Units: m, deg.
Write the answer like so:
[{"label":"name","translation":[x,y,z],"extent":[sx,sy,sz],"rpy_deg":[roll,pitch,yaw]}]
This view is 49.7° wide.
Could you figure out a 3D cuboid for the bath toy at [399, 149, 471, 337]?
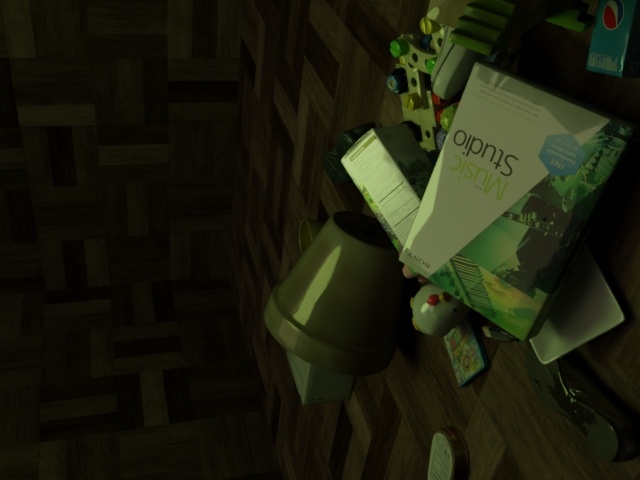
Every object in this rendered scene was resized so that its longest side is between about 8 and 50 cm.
[{"label":"bath toy","translation":[0.205,0.006,1.307],"extent":[0.129,0.151,0.348],"rpy_deg":[-30,59,36]}]

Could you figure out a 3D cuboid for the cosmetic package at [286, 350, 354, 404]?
[{"label":"cosmetic package","translation":[0.013,0.260,1.966],"extent":[0.217,0.156,0.384],"rpy_deg":[-113,26,-46]}]

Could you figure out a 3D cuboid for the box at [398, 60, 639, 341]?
[{"label":"box","translation":[0.258,-0.054,0.953],"extent":[0.232,0.058,0.321],"rpy_deg":[34,121,32]}]

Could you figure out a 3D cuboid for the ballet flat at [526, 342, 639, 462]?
[{"label":"ballet flat","translation":[0.365,0.216,0.969],"extent":[0.250,0.058,0.084],"rpy_deg":[-120,33,-64]}]

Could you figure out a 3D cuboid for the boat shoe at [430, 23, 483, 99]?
[{"label":"boat shoe","translation":[0.221,-0.348,1.045],"extent":[0.267,0.088,0.096],"rpy_deg":[-66,-21,11]}]

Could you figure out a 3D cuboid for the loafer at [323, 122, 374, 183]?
[{"label":"loafer","translation":[0.079,-0.224,1.790],"extent":[0.096,0.084,0.267],"rpy_deg":[52,162,3]}]

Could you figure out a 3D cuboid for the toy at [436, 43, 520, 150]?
[{"label":"toy","translation":[0.224,-0.197,1.070],"extent":[0.056,0.137,0.237],"rpy_deg":[34,111,17]}]

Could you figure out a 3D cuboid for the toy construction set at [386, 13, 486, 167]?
[{"label":"toy construction set","translation":[0.210,-0.243,1.221],"extent":[0.215,0.151,0.327],"rpy_deg":[23,117,54]}]

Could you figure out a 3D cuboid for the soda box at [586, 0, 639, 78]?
[{"label":"soda box","translation":[0.368,-0.294,0.783],"extent":[0.067,0.071,0.210],"rpy_deg":[-127,36,-62]}]

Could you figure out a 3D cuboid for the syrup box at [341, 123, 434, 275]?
[{"label":"syrup box","translation":[0.146,-0.072,1.145],"extent":[0.096,0.093,0.236],"rpy_deg":[-43,73,40]}]

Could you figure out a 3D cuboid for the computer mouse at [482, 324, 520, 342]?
[{"label":"computer mouse","translation":[0.283,0.065,1.130],"extent":[0.262,0.060,0.184],"rpy_deg":[11,93,56]}]

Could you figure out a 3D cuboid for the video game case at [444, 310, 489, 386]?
[{"label":"video game case","translation":[0.270,0.184,1.327],"extent":[0.119,0.015,0.166],"rpy_deg":[113,148,-57]}]

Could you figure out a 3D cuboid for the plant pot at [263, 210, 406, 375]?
[{"label":"plant pot","translation":[0.065,0.097,1.568],"extent":[0.280,0.323,0.323],"rpy_deg":[-68,26,21]}]

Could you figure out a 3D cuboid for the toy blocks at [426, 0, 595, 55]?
[{"label":"toy blocks","translation":[0.253,-0.389,0.779],"extent":[0.191,0.381,0.260],"rpy_deg":[27,129,21]}]

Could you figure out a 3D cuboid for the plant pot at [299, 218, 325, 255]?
[{"label":"plant pot","translation":[0.000,0.000,2.037],"extent":[0.134,0.095,0.134],"rpy_deg":[175,90,-73]}]

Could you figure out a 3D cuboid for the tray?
[{"label":"tray","translation":[0.323,0.028,0.998],"extent":[0.145,0.030,0.270],"rpy_deg":[-43,54,38]}]

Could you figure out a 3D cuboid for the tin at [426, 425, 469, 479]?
[{"label":"tin","translation":[0.257,0.468,1.410],"extent":[0.106,0.040,0.189],"rpy_deg":[-119,29,-63]}]
